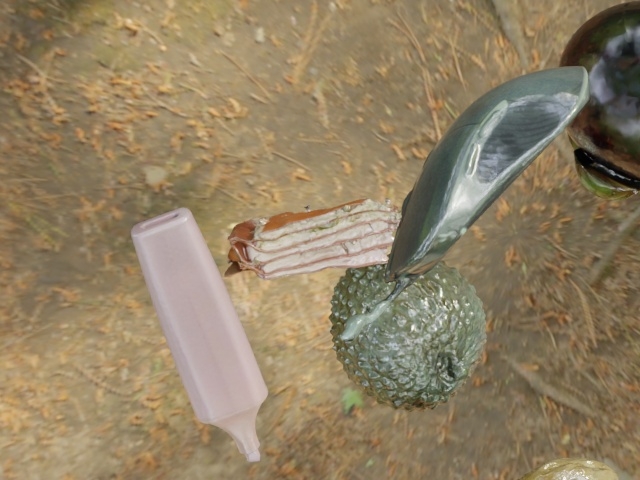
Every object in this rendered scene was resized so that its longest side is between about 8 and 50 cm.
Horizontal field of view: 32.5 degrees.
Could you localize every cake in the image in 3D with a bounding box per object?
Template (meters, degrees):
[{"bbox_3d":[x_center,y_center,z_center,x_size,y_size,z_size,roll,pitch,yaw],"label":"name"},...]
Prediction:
[{"bbox_3d":[-0.001,-0.007,1.597,0.287,0.135,0.098,-6,100,16],"label":"cake"}]

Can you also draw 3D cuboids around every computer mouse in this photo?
[{"bbox_3d":[0.131,-0.051,1.099,0.090,0.167,0.379,41,74,5],"label":"computer mouse"}]

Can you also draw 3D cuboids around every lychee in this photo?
[{"bbox_3d":[0.141,0.145,1.796,0.274,0.255,0.255,29,96,42],"label":"lychee"}]

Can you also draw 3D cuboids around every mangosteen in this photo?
[{"bbox_3d":[0.495,-0.221,1.698,0.300,0.300,0.300,0,90,10],"label":"mangosteen"}]

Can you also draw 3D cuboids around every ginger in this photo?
[{"bbox_3d":[0.202,0.249,1.028,0.173,0.051,0.069,-25,112,-5],"label":"ginger"}]

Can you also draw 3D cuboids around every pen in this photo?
[{"bbox_3d":[-0.074,0.072,0.743,0.053,0.032,0.197,-20,114,-6],"label":"pen"}]
